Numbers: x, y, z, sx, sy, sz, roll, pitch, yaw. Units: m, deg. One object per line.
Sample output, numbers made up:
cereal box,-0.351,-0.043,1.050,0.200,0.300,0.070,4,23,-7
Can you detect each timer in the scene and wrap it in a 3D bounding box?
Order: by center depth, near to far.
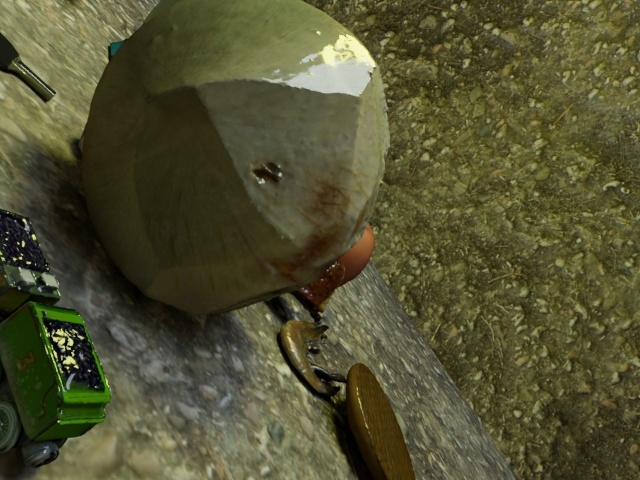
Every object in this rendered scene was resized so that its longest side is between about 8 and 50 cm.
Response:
timer,0.000,0.000,1.336,0.229,0.215,0.229,50,16,-21

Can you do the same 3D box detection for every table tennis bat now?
table tennis bat,-0.414,-0.245,0.770,0.158,0.014,0.095,46,11,-31

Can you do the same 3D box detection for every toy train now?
toy train,-0.217,0.058,0.424,0.202,0.081,0.060,57,10,24

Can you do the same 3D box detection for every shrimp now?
shrimp,-0.003,0.203,1.064,0.152,0.046,0.219,54,12,9

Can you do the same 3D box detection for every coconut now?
coconut,-0.095,-0.096,0.736,0.415,0.345,0.414,6,90,-78

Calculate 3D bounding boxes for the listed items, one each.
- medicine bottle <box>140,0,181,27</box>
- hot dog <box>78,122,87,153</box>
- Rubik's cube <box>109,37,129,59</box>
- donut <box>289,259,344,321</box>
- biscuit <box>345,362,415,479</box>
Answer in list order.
medicine bottle,-0.319,-0.516,1.560,0.232,0.238,0.237,42,14,-43
hot dog,-0.276,-0.115,0.862,0.108,0.059,0.191,60,8,12
Rubik's cube,-0.304,-0.320,1.192,0.229,0.229,0.233,158,-64,-62
donut,-0.048,0.038,1.117,0.187,0.126,0.144,29,-21,34
biscuit,0.103,0.338,1.025,0.261,0.037,0.262,62,12,-23
